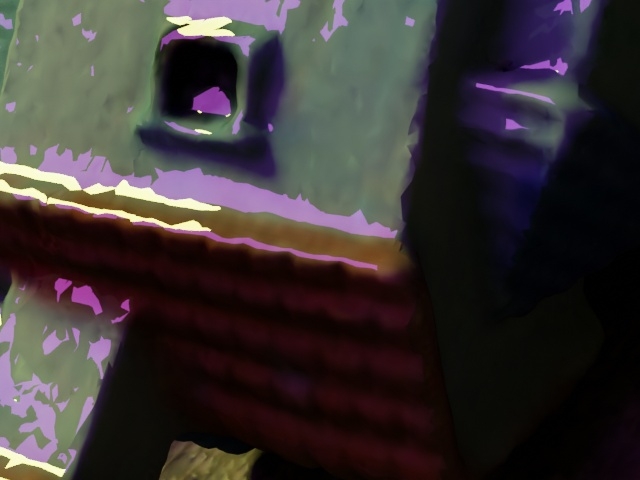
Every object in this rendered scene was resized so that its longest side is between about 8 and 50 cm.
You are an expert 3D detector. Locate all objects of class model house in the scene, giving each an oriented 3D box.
[{"bbox_3d":[0.000,0.000,0.772,0.295,0.252,0.329,10,79,32],"label":"model house"}]
